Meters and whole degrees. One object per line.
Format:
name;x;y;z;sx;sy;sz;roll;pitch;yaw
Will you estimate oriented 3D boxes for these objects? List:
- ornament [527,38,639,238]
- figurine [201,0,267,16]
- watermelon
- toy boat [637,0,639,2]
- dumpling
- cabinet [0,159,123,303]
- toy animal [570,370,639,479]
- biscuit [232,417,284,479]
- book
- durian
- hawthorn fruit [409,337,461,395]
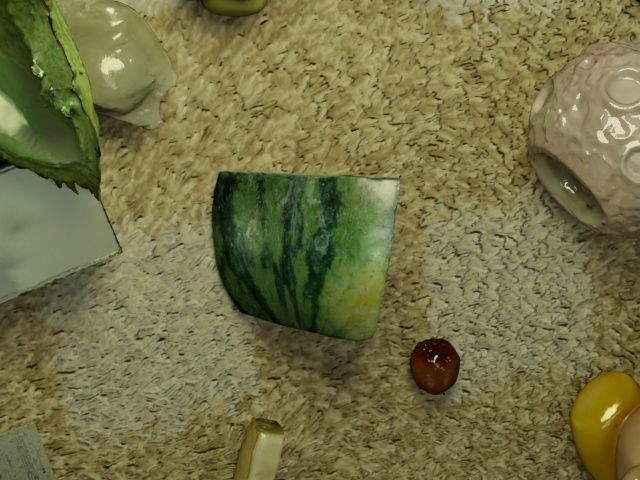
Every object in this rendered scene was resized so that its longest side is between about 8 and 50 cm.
ornament;0.399;-0.136;1.580;0.225;0.259;0.259;-40;109;-7
figurine;-0.113;-0.396;1.453;0.179;0.154;0.262;-13;87;-5
watermelon;0.000;0.000;1.569;0.261;0.201;0.213;10;102;25
toy boat;0.469;-0.466;1.640;0.219;0.072;0.318;7;95;-21
dumpling;-0.256;-0.215;1.443;0.199;0.118;0.136;35;95;-14
cabinet;-0.359;-0.019;1.437;0.206;0.150;0.145;-23;101;-11
toy animal;0.548;0.292;1.714;0.345;0.247;0.278;-26;109;-10
biscuit;-0.091;0.333;1.635;0.052;0.056;0.188;12;96;-17
book;-0.426;0.312;1.556;0.172;0.012;0.118;-21;105;-12
durian;-0.334;-0.212;1.247;0.163;0.198;0.394;-23;126;-12
hawthorn fruit;0.155;0.171;1.671;0.077;0.077;0.077;-3;102;-16
